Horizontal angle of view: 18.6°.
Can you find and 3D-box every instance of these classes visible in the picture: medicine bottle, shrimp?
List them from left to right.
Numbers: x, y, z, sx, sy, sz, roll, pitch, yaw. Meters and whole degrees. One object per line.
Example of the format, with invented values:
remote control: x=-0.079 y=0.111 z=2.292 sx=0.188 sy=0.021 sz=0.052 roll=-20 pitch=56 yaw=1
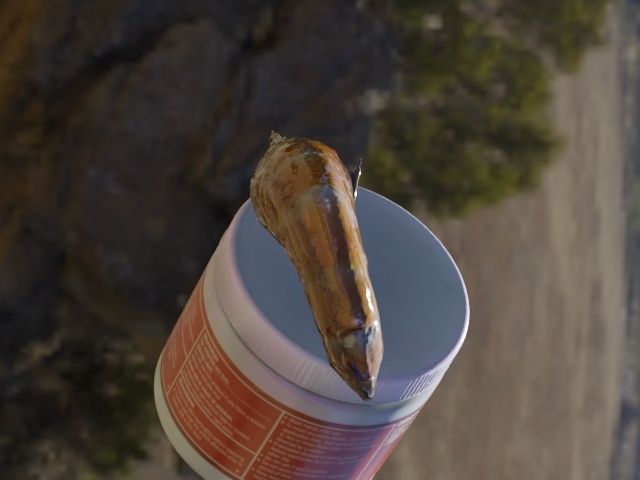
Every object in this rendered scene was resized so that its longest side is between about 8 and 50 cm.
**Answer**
medicine bottle: x=-0.013 y=0.107 z=1.923 sx=0.252 sy=0.252 sz=0.241 roll=-73 pitch=-170 yaw=-46
shrimp: x=0.000 y=0.000 z=1.116 sx=0.248 sy=0.068 sz=0.150 roll=-107 pitch=-176 yaw=-66
